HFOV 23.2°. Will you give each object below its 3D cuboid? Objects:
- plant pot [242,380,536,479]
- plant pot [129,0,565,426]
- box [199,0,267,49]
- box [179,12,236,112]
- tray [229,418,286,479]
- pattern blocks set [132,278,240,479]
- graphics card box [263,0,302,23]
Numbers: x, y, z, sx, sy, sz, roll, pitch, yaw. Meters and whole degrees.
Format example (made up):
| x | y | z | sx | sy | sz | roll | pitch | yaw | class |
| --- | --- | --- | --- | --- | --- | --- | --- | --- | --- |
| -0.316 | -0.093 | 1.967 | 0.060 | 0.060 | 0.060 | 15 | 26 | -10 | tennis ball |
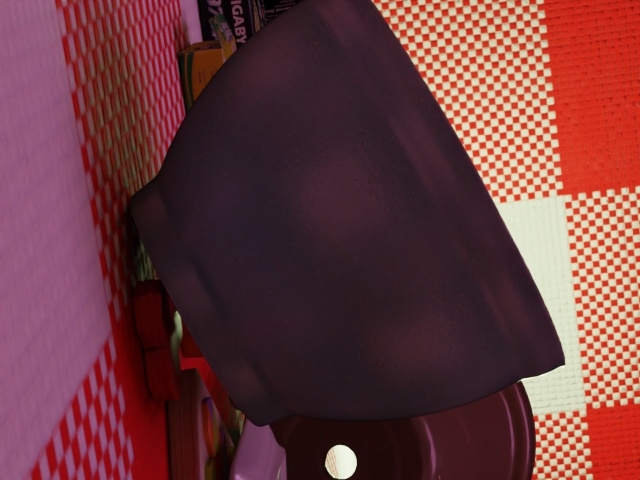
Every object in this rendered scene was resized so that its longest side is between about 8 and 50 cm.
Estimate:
| x | y | z | sx | sy | sz | roll | pitch | yaw | class |
| --- | --- | --- | --- | --- | --- | --- | --- | --- | --- |
| 0.037 | 0.177 | 1.298 | 0.229 | 0.263 | 0.263 | 11 | 72 | -75 | plant pot |
| 0.000 | 0.000 | 1.008 | 0.293 | 0.196 | 0.293 | 61 | 0 | 0 | plant pot |
| -0.075 | -0.155 | 1.571 | 0.175 | 0.051 | 0.220 | -68 | 150 | -82 | box |
| -0.089 | -0.106 | 1.357 | 0.105 | 0.043 | 0.179 | -77 | 162 | -78 | box |
| -0.040 | 0.267 | 1.125 | 0.145 | 0.030 | 0.270 | -71 | 160 | -76 | tray |
| -0.079 | 0.176 | 1.101 | 0.325 | 0.026 | 0.285 | 67 | 17 | -78 | pattern blocks set |
| -0.059 | -0.307 | 1.798 | 0.232 | 0.094 | 0.370 | -91 | 172 | -53 | graphics card box |
